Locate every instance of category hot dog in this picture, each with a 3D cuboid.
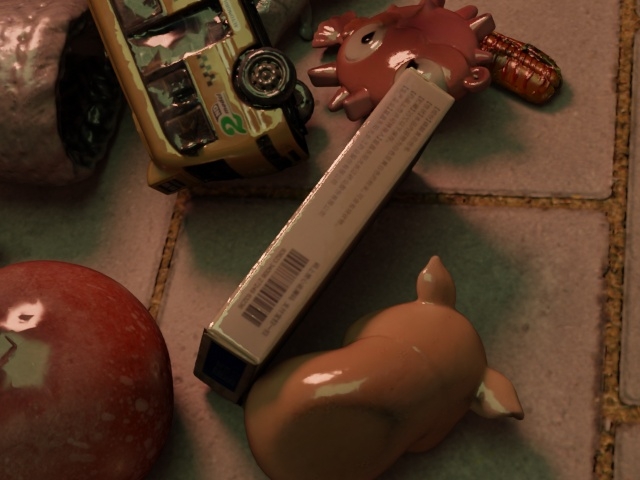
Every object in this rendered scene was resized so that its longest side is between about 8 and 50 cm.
[{"bbox_3d":[0.219,-0.210,1.432,0.062,0.038,0.144,-44,59,-15],"label":"hot dog"}]

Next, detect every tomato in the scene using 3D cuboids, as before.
[{"bbox_3d":[-0.279,0.144,1.213,0.270,0.227,0.270,-5,60,8],"label":"tomato"}]

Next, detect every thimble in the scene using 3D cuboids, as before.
[{"bbox_3d":[-0.337,-0.179,1.440,0.157,0.217,0.245,5,41,11],"label":"thimble"}]

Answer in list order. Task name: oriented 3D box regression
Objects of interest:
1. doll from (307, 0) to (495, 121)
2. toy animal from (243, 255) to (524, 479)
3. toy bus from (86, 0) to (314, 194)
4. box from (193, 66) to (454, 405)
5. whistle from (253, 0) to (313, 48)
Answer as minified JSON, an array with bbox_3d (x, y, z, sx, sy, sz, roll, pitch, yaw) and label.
[{"bbox_3d":[0.092,-0.214,1.427,0.211,0.093,0.262,-42,46,-14],"label":"doll"},{"bbox_3d":[0.045,0.146,1.178,0.250,0.154,0.166,-29,99,-7],"label":"toy animal"},{"bbox_3d":[-0.147,-0.236,1.378,0.202,0.177,0.365,-23,82,5],"label":"toy bus"},{"bbox_3d":[0.000,0.000,1.255,0.065,0.200,0.343,36,70,3],"label":"box"},{"bbox_3d":[-0.029,-0.334,1.517,0.134,0.142,0.346,28,80,36],"label":"whistle"}]
